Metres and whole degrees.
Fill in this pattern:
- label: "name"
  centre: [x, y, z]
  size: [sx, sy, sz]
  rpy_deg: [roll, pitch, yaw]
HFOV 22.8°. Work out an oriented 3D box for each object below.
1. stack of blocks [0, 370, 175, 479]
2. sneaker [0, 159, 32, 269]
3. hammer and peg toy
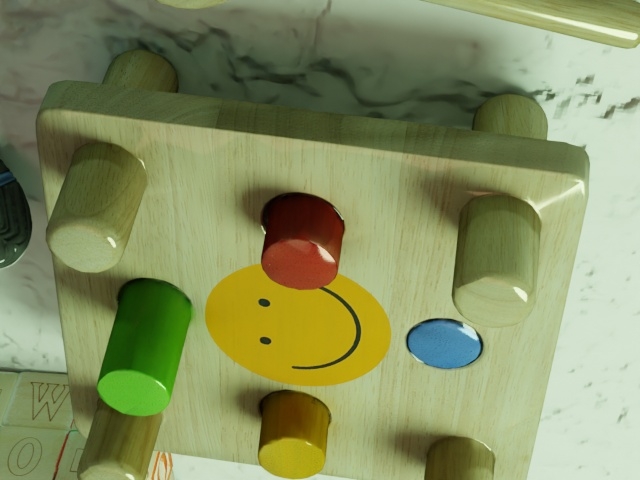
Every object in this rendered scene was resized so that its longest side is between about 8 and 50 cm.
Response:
- label: "stack of blocks"
  centre: [-0.246, 0.164, 1.008]
  size: [0.297, 0.087, 0.171]
  rpy_deg: [3, 136, 8]
- label: "sneaker"
  centre: [-0.253, -0.032, 0.829]
  size: [0.211, 0.080, 0.081]
  rpy_deg: [18, 158, -6]
- label: "hammer and peg toy"
  centre: [0.000, 0.000, 0.756]
  size: [0.266, 0.127, 0.361]
  rpy_deg: [8, 137, 4]
